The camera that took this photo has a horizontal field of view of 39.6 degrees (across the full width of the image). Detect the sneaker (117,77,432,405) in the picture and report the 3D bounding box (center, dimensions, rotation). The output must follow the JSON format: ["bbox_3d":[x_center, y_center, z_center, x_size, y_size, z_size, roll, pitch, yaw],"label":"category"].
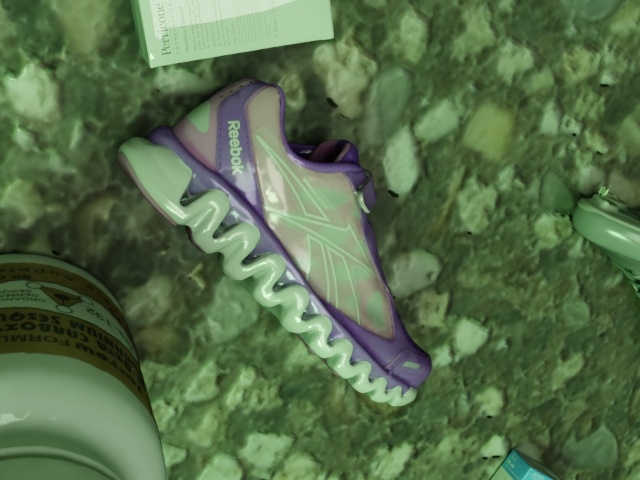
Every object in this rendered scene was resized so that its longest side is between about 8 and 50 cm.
[{"bbox_3d":[0.000,0.000,0.513,0.104,0.095,0.236,-47,115,-6],"label":"sneaker"}]

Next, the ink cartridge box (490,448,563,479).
[{"bbox_3d":[0.142,0.204,0.664,0.048,0.028,0.083,32,97,-25],"label":"ink cartridge box"}]

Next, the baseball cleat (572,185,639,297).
[{"bbox_3d":[0.245,0.040,0.616,0.205,0.072,0.109,20,109,-20],"label":"baseball cleat"}]

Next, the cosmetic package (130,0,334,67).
[{"bbox_3d":[-0.060,-0.213,0.428,0.098,0.060,0.239,-13,112,-16],"label":"cosmetic package"}]

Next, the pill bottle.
[{"bbox_3d":[-0.143,0.102,0.421,0.131,0.229,0.131,-6,111,-17],"label":"pill bottle"}]
